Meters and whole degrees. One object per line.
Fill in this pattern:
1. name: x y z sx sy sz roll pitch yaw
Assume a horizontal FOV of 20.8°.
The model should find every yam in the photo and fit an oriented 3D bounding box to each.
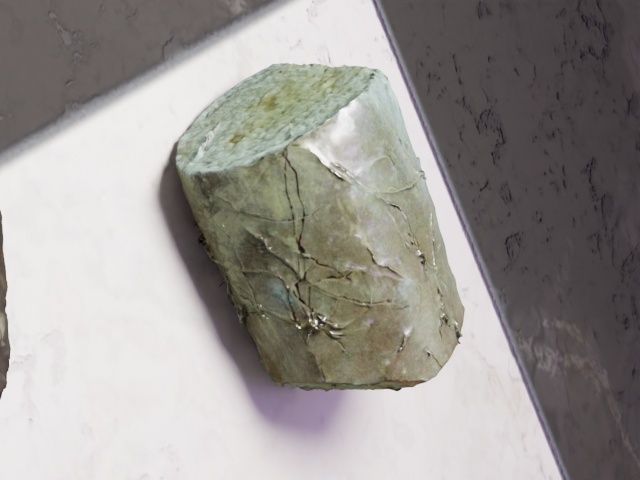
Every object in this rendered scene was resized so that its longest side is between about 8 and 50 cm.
1. yam: -0.001 0.003 1.542 0.201 0.202 0.271 -38 113 -28

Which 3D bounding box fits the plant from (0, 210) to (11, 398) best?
1. plant: -0.291 0.068 1.136 0.178 0.204 0.234 5 88 -13
